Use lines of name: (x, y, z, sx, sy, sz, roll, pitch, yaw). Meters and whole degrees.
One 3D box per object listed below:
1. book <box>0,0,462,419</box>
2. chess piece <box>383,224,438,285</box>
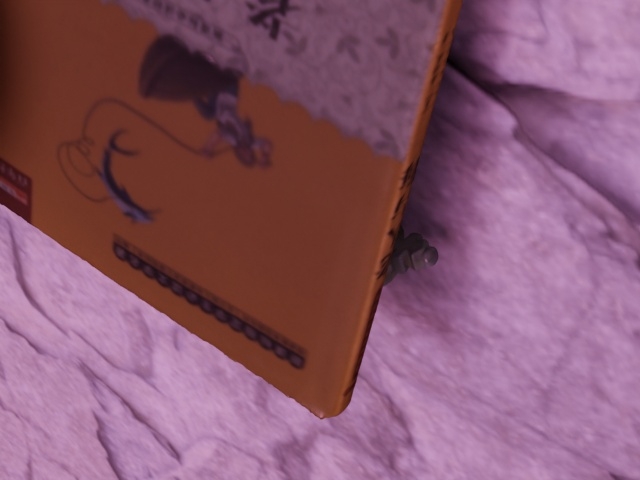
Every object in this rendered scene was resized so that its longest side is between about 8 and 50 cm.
book: (-0.062, -0.108, 0.833, 0.269, 0.032, 0.389, 32, 137, 19)
chess piece: (0.000, 0.000, 0.942, 0.149, 0.059, 0.059, 8, 136, 34)
